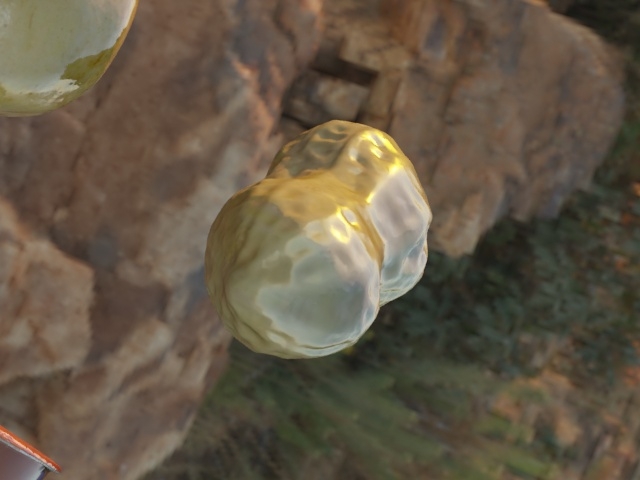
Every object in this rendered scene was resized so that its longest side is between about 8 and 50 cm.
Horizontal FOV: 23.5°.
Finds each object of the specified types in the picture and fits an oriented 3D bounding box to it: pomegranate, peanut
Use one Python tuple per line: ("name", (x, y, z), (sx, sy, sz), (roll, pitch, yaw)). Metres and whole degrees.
("pomegranate", (-0.204, -0.151, 0.935), (0.196, 0.196, 0.196), (-40, 142, -42))
("peanut", (0.000, 0.000, 1.139), (0.313, 0.149, 0.149), (-42, 146, -68))

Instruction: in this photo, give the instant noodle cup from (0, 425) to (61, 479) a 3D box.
("instant noodle cup", (-0.373, 0.202, 1.284), (0.192, 0.250, 0.250), (-56, 151, -12))
